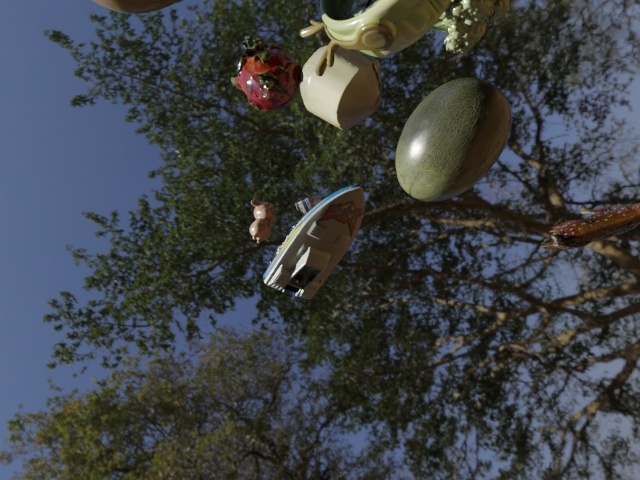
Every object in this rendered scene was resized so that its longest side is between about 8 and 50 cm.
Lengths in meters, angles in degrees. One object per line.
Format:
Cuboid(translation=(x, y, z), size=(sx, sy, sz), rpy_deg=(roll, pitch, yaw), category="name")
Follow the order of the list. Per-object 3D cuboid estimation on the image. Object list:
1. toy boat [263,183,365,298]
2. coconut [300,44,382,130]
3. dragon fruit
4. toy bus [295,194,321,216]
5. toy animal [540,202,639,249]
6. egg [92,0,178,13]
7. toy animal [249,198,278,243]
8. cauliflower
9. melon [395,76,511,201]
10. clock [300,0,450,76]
Cuboid(translation=(0.000, 0.000, 1.002), size=(0.129, 0.088, 0.295), rpy_deg=(24, -65, -28), category="toy boat")
Cuboid(translation=(0.089, -0.583, 1.807), size=(0.323, 0.323, 0.322), rpy_deg=(-14, -70, -46), category="coconut")
Cuboid(translation=(-0.168, -0.496, 1.368), size=(0.268, 0.199, 0.200), rpy_deg=(62, -176, 4), category="dragon fruit")
Cuboid(translation=(-0.034, -0.109, 1.477), size=(0.052, 0.058, 0.102), rpy_deg=(66, -159, -4), category="toy bus")
Cuboid(translation=(0.534, -0.034, 0.848), size=(0.087, 0.244, 0.260), rpy_deg=(59, -173, 3), category="toy animal")
Cuboid(translation=(-0.281, -0.538, 0.706), size=(0.301, 0.301, 0.373), rpy_deg=(20, -90, -49), category="egg")
Cuboid(translation=(-0.180, -0.061, 1.458), size=(0.083, 0.089, 0.150), rpy_deg=(115, 164, -57), category="toy animal")
Cuboid(translation=(0.302, -0.566, 1.088), size=(0.281, 0.260, 0.327), rpy_deg=(-32, -39, -1), category="cauliflower")
Cuboid(translation=(0.129, -0.099, 0.471), size=(0.098, 0.098, 0.130), rpy_deg=(10, -54, -49), category="melon")
Cuboid(translation=(0.097, -0.384, 0.716), size=(0.096, 0.308, 0.234), rpy_deg=(25, -141, -43), category="clock")
